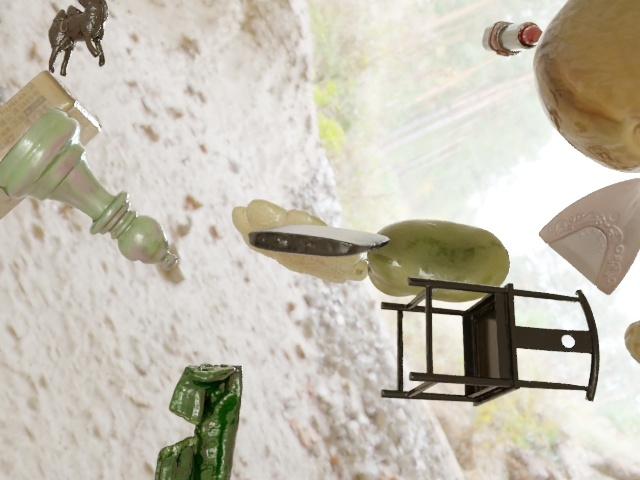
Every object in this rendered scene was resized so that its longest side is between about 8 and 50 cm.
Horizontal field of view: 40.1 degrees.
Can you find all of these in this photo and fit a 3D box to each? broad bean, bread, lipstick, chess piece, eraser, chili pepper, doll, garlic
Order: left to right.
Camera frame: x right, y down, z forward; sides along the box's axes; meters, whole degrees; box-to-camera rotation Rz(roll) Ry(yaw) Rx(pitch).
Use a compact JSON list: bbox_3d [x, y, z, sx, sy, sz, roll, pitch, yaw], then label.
[{"bbox_3d":[-0.497,-0.102,1.330,0.078,0.343,0.144,46,-3,10],"label":"eraser"},{"bbox_3d":[-0.452,-0.400,1.643,0.057,0.139,0.165,3,81,-63],"label":"doll"},{"bbox_3d":[-0.310,-0.049,1.225,0.271,0.139,0.139,42,12,-15],"label":"chess piece"},{"bbox_3d":[-0.150,0.271,1.082,0.099,0.083,0.253,29,67,-44],"label":"chili pepper"},{"bbox_3d":[-0.042,0.010,1.797,0.054,0.316,0.316,-68,154,-18],"label":"bread"},{"bbox_3d":[0.216,0.038,1.625,0.121,0.263,0.189,94,3,-46],"label":"broad bean"},{"bbox_3d":[0.314,-0.323,1.400,0.186,0.063,0.057,-117,-140,-78],"label":"lipstick"},{"bbox_3d":[0.602,-0.033,1.846,0.204,0.243,0.059,43,30,17],"label":"eraser"},{"bbox_3d":[0.341,-0.203,0.855,0.151,0.338,0.196,48,-23,-27],"label":"garlic"}]

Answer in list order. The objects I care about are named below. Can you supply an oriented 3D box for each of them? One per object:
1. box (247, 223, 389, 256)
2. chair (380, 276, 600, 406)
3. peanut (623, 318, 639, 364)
[{"bbox_3d":[0.000,0.000,1.449,0.201,0.212,0.042,-8,103,-65],"label":"box"},{"bbox_3d":[0.223,0.140,1.180,0.141,0.260,0.155,127,-33,-65],"label":"chair"},{"bbox_3d":[0.667,0.197,1.503,0.120,0.298,0.136,-32,120,-44],"label":"peanut"}]
